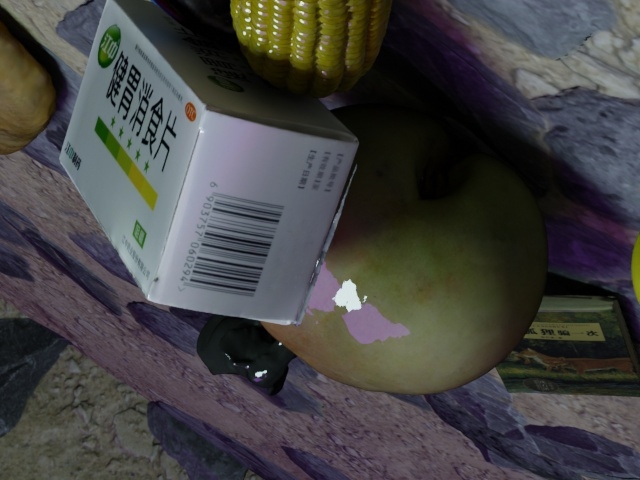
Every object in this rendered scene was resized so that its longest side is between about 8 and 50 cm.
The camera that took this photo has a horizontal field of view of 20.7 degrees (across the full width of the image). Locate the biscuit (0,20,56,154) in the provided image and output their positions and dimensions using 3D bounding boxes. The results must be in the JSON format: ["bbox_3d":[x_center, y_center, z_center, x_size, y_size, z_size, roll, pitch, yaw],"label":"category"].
[{"bbox_3d":[-0.510,-0.241,2.129,0.429,0.104,0.446,38,162,-21],"label":"biscuit"}]

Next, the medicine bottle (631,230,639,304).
[{"bbox_3d":[0.350,0.018,1.368,0.122,0.122,0.212,37,161,-19],"label":"medicine bottle"}]

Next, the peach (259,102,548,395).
[{"bbox_3d":[0.062,0.016,1.625,0.292,0.247,0.292,4,129,5],"label":"peach"}]

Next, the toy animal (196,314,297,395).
[{"bbox_3d":[-0.078,0.130,2.364,0.114,0.146,0.245,37,161,-15],"label":"toy animal"}]

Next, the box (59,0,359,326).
[{"bbox_3d":[-0.106,-0.079,1.516,0.145,0.173,0.333,12,-161,-26],"label":"box"}]

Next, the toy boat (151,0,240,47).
[{"bbox_3d":[-0.111,-0.236,1.485,0.097,0.100,0.223,52,-172,36],"label":"toy boat"}]

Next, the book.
[{"bbox_3d":[0.254,0.114,1.869,0.160,0.024,0.228,1,153,19],"label":"book"}]

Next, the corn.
[{"bbox_3d":[-0.004,-0.205,1.331,0.130,0.130,0.347,30,165,5],"label":"corn"}]
